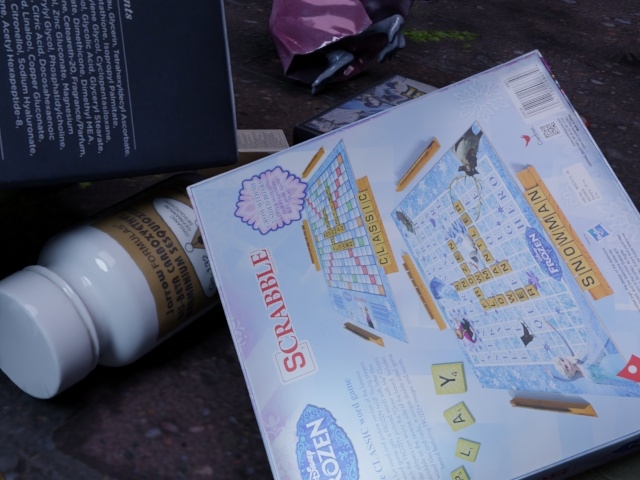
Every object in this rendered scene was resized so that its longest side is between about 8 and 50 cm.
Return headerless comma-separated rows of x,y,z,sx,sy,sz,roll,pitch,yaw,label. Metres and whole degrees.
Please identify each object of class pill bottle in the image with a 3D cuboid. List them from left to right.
-0.176,0.037,0.743,0.131,0.131,0.229,27,38,25,pill bottle

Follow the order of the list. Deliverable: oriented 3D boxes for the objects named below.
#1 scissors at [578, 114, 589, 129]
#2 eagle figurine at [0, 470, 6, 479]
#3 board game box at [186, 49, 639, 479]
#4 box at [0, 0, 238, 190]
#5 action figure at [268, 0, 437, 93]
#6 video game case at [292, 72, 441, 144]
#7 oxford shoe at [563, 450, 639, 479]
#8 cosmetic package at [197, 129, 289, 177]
0.303,-0.145,1.215,0.109,0.021,0.297,28,40,23,scissors
-0.110,0.282,0.334,0.225,0.226,0.298,-41,28,-4,eagle figurine
0.088,0.040,0.640,0.317,0.066,0.319,-21,61,1,board game box
-0.314,-0.143,0.703,0.293,0.212,0.395,-1,8,38,box
-0.042,-0.419,1.305,0.248,0.275,0.370,-12,63,-54,action figure
0.145,-0.143,1.146,0.274,0.035,0.248,26,41,28,video game case
0.232,0.152,0.657,0.348,0.130,0.123,-2,38,-12,oxford shoe
-0.100,-0.110,1.055,0.115,0.041,0.060,-1,36,-13,cosmetic package
